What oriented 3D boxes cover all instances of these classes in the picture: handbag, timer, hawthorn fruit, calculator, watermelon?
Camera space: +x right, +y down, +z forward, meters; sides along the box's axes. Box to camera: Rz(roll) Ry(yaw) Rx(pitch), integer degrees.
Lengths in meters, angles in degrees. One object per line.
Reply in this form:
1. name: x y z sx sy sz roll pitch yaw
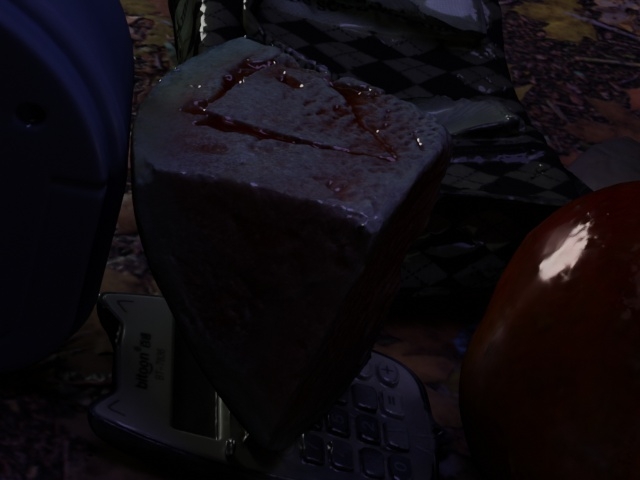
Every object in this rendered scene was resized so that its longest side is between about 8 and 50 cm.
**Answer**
1. handbag: 0.041 -0.121 1.515 0.316 0.180 0.416 1 41 -11
2. timer: -0.299 -0.106 1.171 0.395 0.395 0.173 12 39 -9
3. hawthorn fruit: 0.220 0.096 1.248 0.284 0.284 0.284 12 35 -9
4. calculator: -0.033 0.114 1.284 0.268 0.040 0.177 12 35 -11
5. watermelon: 0.000 0.000 1.189 0.201 0.262 0.213 -12 17 28

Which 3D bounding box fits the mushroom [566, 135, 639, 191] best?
1. mushroom: 0.304 0.046 1.460 0.154 0.138 0.407 9 26 -37
